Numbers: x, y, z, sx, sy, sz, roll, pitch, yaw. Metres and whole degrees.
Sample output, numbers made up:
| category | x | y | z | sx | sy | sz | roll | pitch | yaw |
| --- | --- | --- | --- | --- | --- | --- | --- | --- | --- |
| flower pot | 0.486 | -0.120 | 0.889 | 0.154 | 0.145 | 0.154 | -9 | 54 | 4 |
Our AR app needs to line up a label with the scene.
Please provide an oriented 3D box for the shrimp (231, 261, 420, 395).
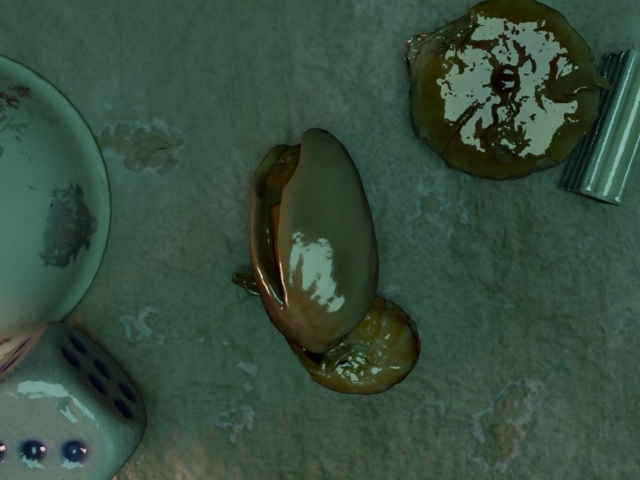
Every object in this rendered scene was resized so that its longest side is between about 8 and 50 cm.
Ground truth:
| category | x | y | z | sx | sy | sz | roll | pitch | yaw |
| --- | --- | --- | --- | --- | --- | --- | --- | --- | --- |
| shrimp | 0.001 | 0.127 | 1.344 | 0.287 | 0.063 | 0.152 | 21 | 106 | -7 |

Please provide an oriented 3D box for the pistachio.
| category | x | y | z | sx | sy | sz | roll | pitch | yaw |
| --- | --- | --- | --- | --- | --- | --- | --- | --- | --- |
| pistachio | 0.000 | 0.000 | 1.247 | 0.166 | 0.197 | 0.288 | -13 | 69 | 38 |

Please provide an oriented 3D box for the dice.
| category | x | y | z | sx | sy | sz | roll | pitch | yaw |
| --- | --- | --- | --- | --- | --- | --- | --- | --- | --- |
| dice | -0.352 | 0.234 | 1.257 | 0.192 | 0.194 | 0.193 | -40 | 101 | 3 |

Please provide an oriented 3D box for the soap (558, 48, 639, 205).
| category | x | y | z | sx | sy | sz | roll | pitch | yaw |
| --- | --- | --- | --- | --- | --- | --- | --- | --- | --- |
| soap | 0.392 | -0.150 | 1.304 | 0.063 | 0.114 | 0.198 | 17 | 96 | -5 |

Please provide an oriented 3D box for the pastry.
| category | x | y | z | sx | sy | sz | roll | pitch | yaw |
| --- | --- | --- | --- | --- | --- | --- | --- | --- | --- |
| pastry | 0.240 | -0.194 | 1.273 | 0.257 | 0.121 | 0.236 | -23 | 94 | 10 |

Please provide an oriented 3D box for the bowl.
| category | x | y | z | sx | sy | sz | roll | pitch | yaw |
| --- | --- | --- | --- | --- | --- | --- | --- | --- | --- |
| bowl | -0.495 | -0.033 | 1.223 | 0.434 | 0.196 | 0.435 | 0 | 97 | -3 |
